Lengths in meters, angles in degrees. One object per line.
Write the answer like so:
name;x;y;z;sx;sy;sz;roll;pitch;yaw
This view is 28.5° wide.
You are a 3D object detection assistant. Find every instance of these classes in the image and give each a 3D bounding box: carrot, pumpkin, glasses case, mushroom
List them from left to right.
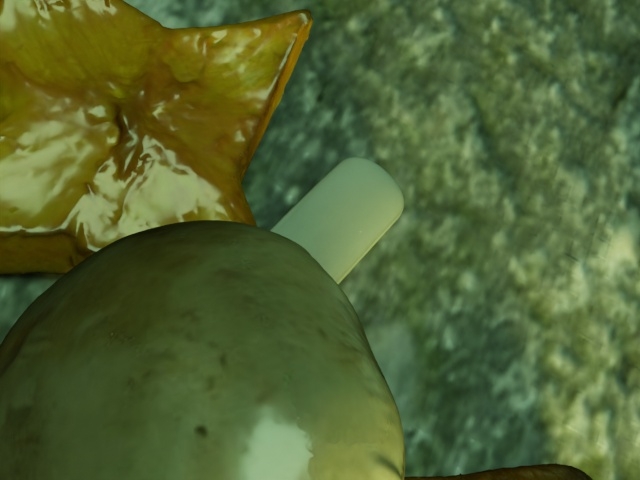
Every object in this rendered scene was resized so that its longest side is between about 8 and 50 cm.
pumpkin;-0.128;-0.067;0.846;0.258;0.095;0.290;11;59;-10
mushroom;-0.041;0.140;0.693;0.290;0.292;0.292;21;56;-36
glasses case;0.000;0.000;0.909;0.063;0.041;0.164;41;56;3
carrot;0.110;0.186;0.859;0.186;0.060;0.060;0;65;-24
